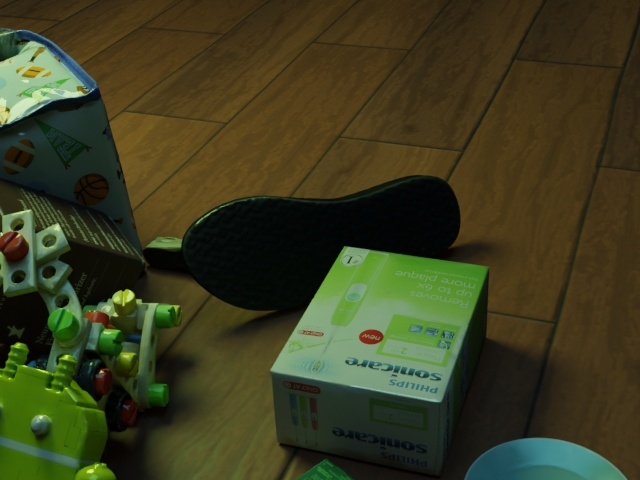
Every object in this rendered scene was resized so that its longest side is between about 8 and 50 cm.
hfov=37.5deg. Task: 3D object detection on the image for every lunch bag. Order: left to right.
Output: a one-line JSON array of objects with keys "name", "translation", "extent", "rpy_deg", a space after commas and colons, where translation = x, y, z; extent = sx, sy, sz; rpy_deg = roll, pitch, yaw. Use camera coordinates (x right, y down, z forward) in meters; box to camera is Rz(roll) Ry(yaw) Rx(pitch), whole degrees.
[{"name": "lunch bag", "translation": [-0.464, -0.132, 1.492], "extent": [0.238, 0.328, 0.385], "rpy_deg": [-18, 36, -20]}]

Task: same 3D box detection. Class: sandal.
[{"name": "sandal", "translation": [0.002, 0.002, 1.424], "extent": [0.445, 0.168, 0.107], "rpy_deg": [-9, 6, -24]}]

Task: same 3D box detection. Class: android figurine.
[{"name": "android figurine", "translation": [-0.315, 0.243, 0.956], "extent": [0.248, 0.273, 0.056], "rpy_deg": [12, -9, 22]}]

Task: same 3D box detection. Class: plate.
[{"name": "plate", "translation": [0.248, 0.287, 1.023], "extent": [0.188, 0.024, 0.188], "rpy_deg": [-2, 32, 1]}]

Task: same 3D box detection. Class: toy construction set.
[{"name": "toy construction set", "translation": [-0.271, 0.108, 1.126], "extent": [0.151, 0.328, 0.215], "rpy_deg": [-5, 59, 21]}]

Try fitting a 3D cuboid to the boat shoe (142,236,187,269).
[{"name": "boat shoe", "translation": [-0.203, 0.020, 1.476], "extent": [0.153, 0.056, 0.048], "rpy_deg": [3, 36, 24]}]

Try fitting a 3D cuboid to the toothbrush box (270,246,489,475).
[{"name": "toothbrush box", "translation": [0.085, 0.139, 1.189], "extent": [0.206, 0.122, 0.283], "rpy_deg": [8, 35, 19]}]

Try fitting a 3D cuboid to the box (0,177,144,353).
[{"name": "box", "translation": [-0.383, 0.039, 1.277], "extent": [0.203, 0.168, 0.167], "rpy_deg": [19, 15, -39]}]

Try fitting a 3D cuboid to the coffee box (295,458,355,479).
[{"name": "coffee box", "translation": [-0.023, 0.314, 0.987], "extent": [0.184, 0.040, 0.113], "rpy_deg": [-28, 40, -35]}]
